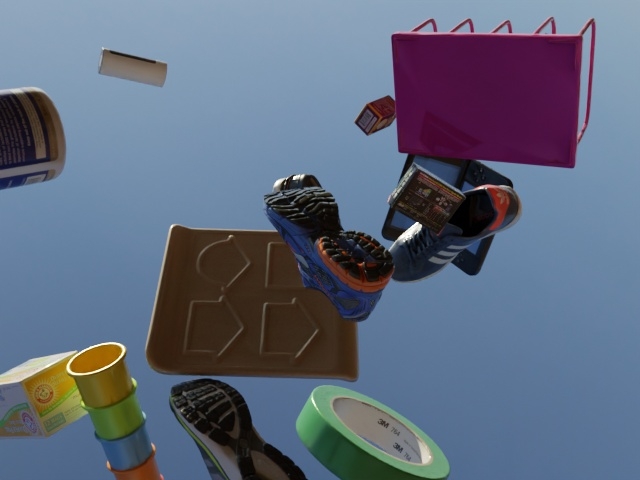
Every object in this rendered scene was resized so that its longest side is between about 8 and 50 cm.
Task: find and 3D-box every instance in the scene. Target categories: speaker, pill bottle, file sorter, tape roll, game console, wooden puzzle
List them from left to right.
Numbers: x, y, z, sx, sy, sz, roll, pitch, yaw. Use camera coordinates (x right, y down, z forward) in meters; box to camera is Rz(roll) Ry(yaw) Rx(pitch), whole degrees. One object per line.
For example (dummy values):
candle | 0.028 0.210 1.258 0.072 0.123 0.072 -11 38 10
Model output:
pill bottle | -0.538 -0.143 1.170 0.264 0.153 0.153 -17 -113 -39
speaker | -0.391 -0.360 1.618 0.136 0.055 0.055 9 -131 -23
wooden puzzle | -0.109 0.114 1.358 0.347 0.080 0.322 5 -134 -5
tape roll | 0.108 0.417 1.583 0.321 0.077 0.321 27 -172 -4
game console | 0.338 -0.079 2.098 0.173 0.293 0.250 -2 -151 -38
file sorter | 0.289 -0.258 1.268 0.290 0.202 0.182 9 -148 26

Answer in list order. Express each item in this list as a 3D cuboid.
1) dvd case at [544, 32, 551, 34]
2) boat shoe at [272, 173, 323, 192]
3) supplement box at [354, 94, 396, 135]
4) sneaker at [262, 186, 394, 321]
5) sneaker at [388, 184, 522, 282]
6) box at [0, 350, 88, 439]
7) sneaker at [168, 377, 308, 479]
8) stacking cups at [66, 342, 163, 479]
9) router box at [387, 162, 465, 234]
dvd case | 0.463 -0.310 1.677 0.018 0.221 0.164 13 -119 18
boat shoe | 0.000 0.000 1.640 0.114 0.091 0.302 -51 -60 -44
supplement box | 0.115 -0.249 1.544 0.043 0.055 0.083 47 -137 12
sneaker | -0.005 0.011 0.859 0.083 0.087 0.221 -9 -144 -27
sneaker | 0.264 -0.021 1.701 0.148 0.350 0.131 10 -130 -57
box | -0.481 0.265 1.315 0.114 0.203 0.103 -29 -81 -44
sneaker | -0.139 0.327 1.154 0.111 0.121 0.300 -10 -137 -40
stacking cups | -0.309 0.323 1.235 0.096 0.096 0.316 -41 -56 -53
router box | 0.203 -0.080 1.486 0.122 0.092 0.038 28 -161 -22
